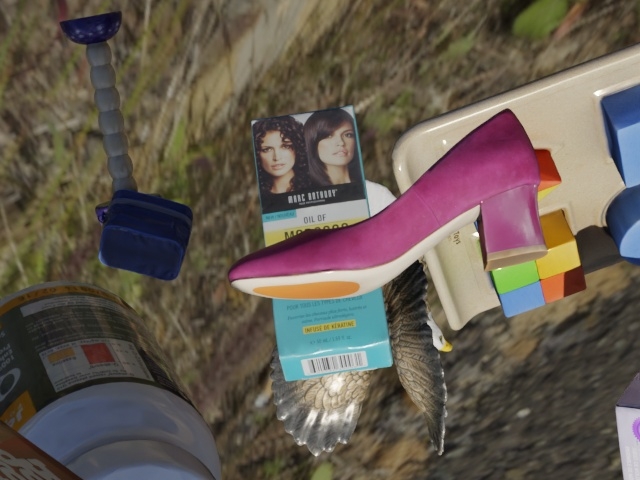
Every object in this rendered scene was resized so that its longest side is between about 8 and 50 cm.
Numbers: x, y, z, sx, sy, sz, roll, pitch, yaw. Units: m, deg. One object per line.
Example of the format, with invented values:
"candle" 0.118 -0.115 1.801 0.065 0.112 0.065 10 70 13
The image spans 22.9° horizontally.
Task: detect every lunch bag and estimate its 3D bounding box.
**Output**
"lunch bag" -0.183 -0.010 1.632 0.098 0.067 0.065 16 46 -4

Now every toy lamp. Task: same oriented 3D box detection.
"toy lamp" -0.228 -0.114 1.763 0.080 0.080 0.275 -12 100 -5

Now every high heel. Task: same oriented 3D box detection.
"high heel" 0.046 -0.027 1.179 0.244 0.082 0.117 -10 76 0

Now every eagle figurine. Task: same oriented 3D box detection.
"eagle figurine" 0.080 0.098 1.905 0.225 0.226 0.298 23 60 -1

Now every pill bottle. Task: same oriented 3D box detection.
"pill bottle" -0.162 0.148 1.112 0.162 0.278 0.162 -7 113 -18

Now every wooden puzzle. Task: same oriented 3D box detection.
"wooden puzzle" 0.268 -0.048 1.618 0.347 0.322 0.080 -24 50 0

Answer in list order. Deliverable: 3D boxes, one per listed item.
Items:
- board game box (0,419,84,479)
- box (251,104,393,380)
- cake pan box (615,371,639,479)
"board game box" -0.190 0.093 0.690 0.145 0.281 0.027 34 90 14
"box" 0.000 0.000 1.443 0.100 0.060 0.244 -9 63 1
"cake pan box" 0.389 0.220 1.644 0.070 0.246 0.267 2 117 30
